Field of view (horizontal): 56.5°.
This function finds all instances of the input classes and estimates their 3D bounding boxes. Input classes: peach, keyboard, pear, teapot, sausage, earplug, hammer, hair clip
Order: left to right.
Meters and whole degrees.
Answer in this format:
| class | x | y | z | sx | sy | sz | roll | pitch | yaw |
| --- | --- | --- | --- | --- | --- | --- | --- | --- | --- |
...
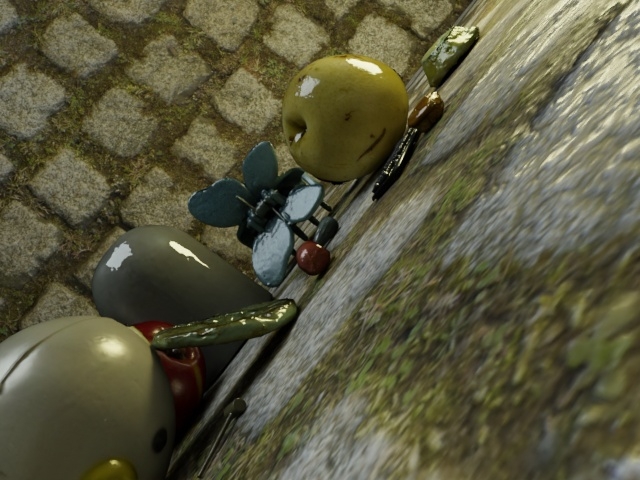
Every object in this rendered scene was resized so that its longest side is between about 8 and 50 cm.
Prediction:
| class | x | y | z | sx | sy | sz | roll | pitch | yaw |
| --- | --- | --- | --- | --- | --- | --- | --- | --- | --- |
| peach | -0.358 | 0.338 | 1.244 | 0.361 | 0.201 | 0.258 | -63 | 30 | 17 |
| earplug | -0.364 | 0.147 | 1.486 | 0.312 | 0.394 | 0.312 | -53 | 4 | 5 |
| hammer | -0.130 | 0.252 | 0.762 | 0.035 | 0.019 | 0.110 | -47 | 9 | 44 |
| hair clip | -0.134 | -0.082 | 1.771 | 0.318 | 0.392 | 0.238 | -52 | -22 | 6 |
| sausage | -0.015 | 0.032 | 1.044 | 0.054 | 0.059 | 0.094 | -58 | 7 | 0 |
| teapot | 0.000 | 0.000 | 1.276 | 0.043 | 0.043 | 0.110 | -45 | 13 | 55 |
| pear | 0.058 | -0.293 | 1.425 | 0.309 | 0.309 | 0.309 | -51 | 5 | 6 |
| keyboard | 0.148 | -0.157 | 1.129 | 0.093 | 0.025 | 0.230 | -51 | 4 | 36 |

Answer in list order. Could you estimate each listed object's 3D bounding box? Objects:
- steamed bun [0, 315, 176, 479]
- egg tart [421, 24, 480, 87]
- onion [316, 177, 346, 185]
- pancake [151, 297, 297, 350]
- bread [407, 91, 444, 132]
| class | x | y | z | sx | sy | sz | roll | pitch | yaw |
| --- | --- | --- | --- | --- | --- | --- | --- | --- | --- |
| steamed bun | -0.375 | 0.297 | 0.882 | 0.334 | 0.334 | 0.374 | -81 | 9 | -80 |
| egg tart | 0.329 | -0.487 | 1.541 | 0.197 | 0.078 | 0.197 | -51 | 7 | 9 |
| onion | 0.046 | -0.315 | 1.703 | 0.232 | 0.314 | 0.314 | 26 | 73 | 41 |
| pancake | -0.151 | 0.138 | 0.971 | 0.253 | 0.037 | 0.253 | -12 | 1 | 0 |
| bread | 0.200 | -0.240 | 1.121 | 0.083 | 0.046 | 0.081 | -52 | 7 | -20 |
